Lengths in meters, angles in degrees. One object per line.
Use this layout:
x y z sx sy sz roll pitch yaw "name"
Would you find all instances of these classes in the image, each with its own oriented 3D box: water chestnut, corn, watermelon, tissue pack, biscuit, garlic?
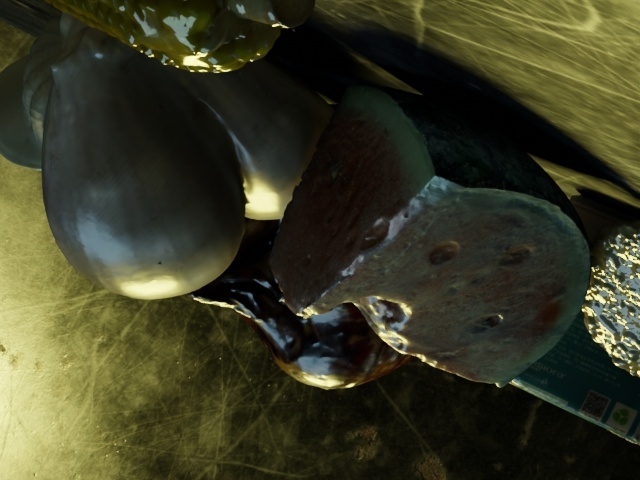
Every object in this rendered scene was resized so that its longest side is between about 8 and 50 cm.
0.000 0.000 1.402 0.244 0.289 0.289 -15 174 6 "water chestnut"
-0.094 -0.145 0.700 0.261 0.097 0.097 29 -178 42 "corn"
0.077 0.002 1.129 0.318 0.226 0.148 67 179 -54 "watermelon"
0.373 0.142 1.848 0.271 0.192 0.134 27 178 -7 "tissue pack"
0.294 0.064 1.133 0.220 0.033 0.220 26 147 18 "biscuit"
-0.124 -0.076 1.174 0.246 0.231 0.340 38 180 -8 "garlic"

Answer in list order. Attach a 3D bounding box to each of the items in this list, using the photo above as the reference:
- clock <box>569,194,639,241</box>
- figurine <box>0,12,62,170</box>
0.287 0.032 1.287 0.147 0.071 0.192 26 180 27 "clock"
-0.162 -0.117 1.483 0.332 0.204 0.185 22 -144 -46 "figurine"
